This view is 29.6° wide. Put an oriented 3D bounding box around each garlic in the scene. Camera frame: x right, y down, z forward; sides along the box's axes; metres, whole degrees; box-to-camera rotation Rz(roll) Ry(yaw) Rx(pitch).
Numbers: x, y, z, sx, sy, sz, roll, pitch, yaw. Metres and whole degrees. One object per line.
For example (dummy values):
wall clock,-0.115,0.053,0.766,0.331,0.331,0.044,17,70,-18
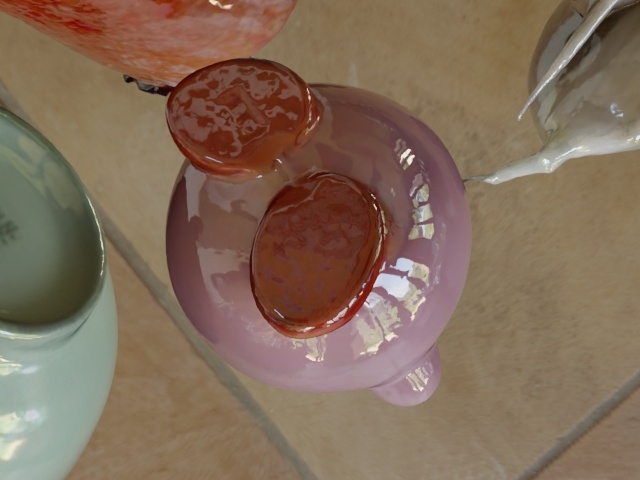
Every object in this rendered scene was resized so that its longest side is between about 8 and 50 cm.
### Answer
garlic,0.260,-0.214,1.044,0.340,0.246,0.231,-51,130,-33

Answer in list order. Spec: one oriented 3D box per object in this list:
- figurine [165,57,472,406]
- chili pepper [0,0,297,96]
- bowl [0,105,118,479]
figurine,0.000,0.000,0.650,0.173,0.173,0.173,0,82,-2
chili pepper,-0.169,-0.210,0.724,0.251,0.305,0.229,50,118,26
bowl,-0.259,0.025,0.762,0.185,0.354,0.353,-34,83,30
